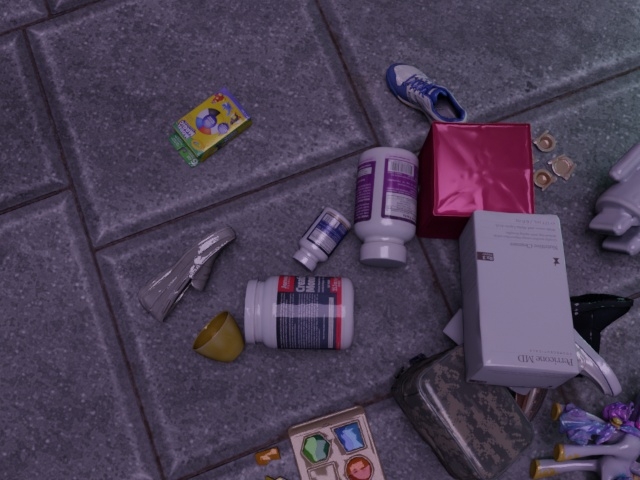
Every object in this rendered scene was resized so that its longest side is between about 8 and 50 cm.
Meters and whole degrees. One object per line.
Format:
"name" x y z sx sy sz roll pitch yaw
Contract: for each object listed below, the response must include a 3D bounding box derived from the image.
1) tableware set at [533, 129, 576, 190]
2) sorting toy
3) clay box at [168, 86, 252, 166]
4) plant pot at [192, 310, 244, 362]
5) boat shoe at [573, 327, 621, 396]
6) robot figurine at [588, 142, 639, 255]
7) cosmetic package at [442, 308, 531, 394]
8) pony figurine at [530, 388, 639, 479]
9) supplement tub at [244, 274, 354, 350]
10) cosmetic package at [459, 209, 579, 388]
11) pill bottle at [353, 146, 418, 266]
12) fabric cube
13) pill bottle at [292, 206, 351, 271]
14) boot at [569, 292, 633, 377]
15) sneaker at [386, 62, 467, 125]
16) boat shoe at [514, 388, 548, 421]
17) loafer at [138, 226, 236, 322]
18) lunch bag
"tableware set" 0.640 -0.227 1.770 0.141 0.020 0.169 -37 79 -7
"sorting toy" -0.002 0.578 1.585 0.307 0.041 0.229 -17 78 -3
"clay box" -0.324 -0.326 1.783 0.222 0.053 0.127 -39 80 -8
"plant pot" -0.257 0.266 1.623 0.134 0.134 0.095 -47 106 -9
"boat shoe" 0.607 0.279 1.497 0.088 0.096 0.267 -37 80 -4
"robot figurine" 0.889 -0.113 1.650 0.353 0.200 0.300 -43 108 -8
"cosmetic package" 0.432 0.279 1.555 0.085 0.117 0.231 -54 48 3
"pony figurine" 0.743 0.507 1.506 0.363 0.303 0.351 10 110 -1
"supplement tub" -0.051 0.186 1.596 0.272 0.191 0.191 1 77 0
"cosmetic package" 0.447 0.135 1.428 0.217 0.156 0.385 3 61 -2
"pill bottle" 0.177 -0.085 1.667 0.169 0.169 0.302 5 77 2
"fabric cube" 0.397 -0.149 1.634 0.258 0.258 0.254 2 79 1
"pill bottle" 0.000 0.000 1.687 0.094 0.094 0.169 37 80 8
"boot" 0.717 0.250 1.628 0.246 0.094 0.207 -2 100 -29
"sneaker" 0.312 -0.421 1.760 0.296 0.131 0.112 43 83 10
"boat shoe" 0.539 0.313 1.613 0.116 0.123 0.325 8 73 33
"loafer" -0.344 0.089 1.668 0.319 0.112 0.111 -42 85 0
"lunch bag" 0.322 0.422 1.510 0.212 0.256 0.305 -31 80 -28
